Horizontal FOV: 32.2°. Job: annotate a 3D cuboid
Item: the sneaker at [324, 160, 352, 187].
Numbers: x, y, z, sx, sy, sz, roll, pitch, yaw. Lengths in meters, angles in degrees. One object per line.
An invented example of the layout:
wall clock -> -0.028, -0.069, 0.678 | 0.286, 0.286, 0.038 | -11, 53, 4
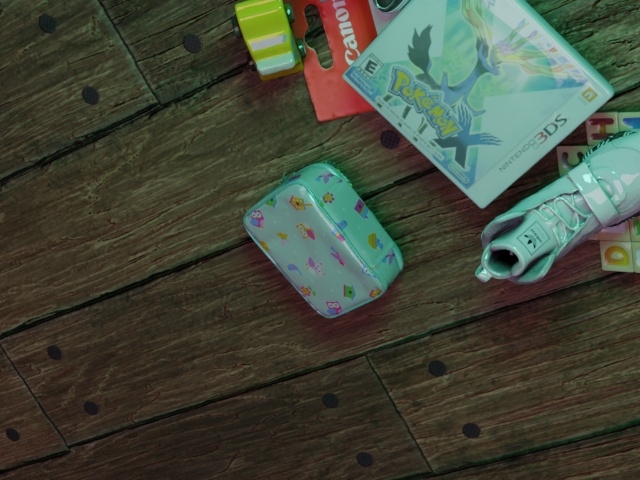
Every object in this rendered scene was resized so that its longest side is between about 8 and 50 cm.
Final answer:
sneaker -> 0.028, -0.108, 2.039 | 0.035, 0.031, 0.083 | -26, 102, 42

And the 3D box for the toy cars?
toy cars -> -0.028, -0.373, 1.782 | 0.176, 0.087, 0.393 | 8, 145, -30

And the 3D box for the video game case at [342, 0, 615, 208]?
video game case -> 0.246, -0.252, 1.779 | 0.329, 0.036, 0.300 | 43, 123, -5

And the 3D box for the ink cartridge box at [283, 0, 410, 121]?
ink cartridge box -> 0.121, -0.356, 1.840 | 0.385, 0.091, 0.308 | -8, 113, 22

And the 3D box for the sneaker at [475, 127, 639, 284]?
sneaker -> 0.405, -0.041, 1.799 | 0.366, 0.210, 0.137 | -37, 88, 42

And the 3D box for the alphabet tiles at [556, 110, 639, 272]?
alphabet tiles -> 0.556, -0.075, 1.819 | 0.342, 0.011, 0.285 | 4, 115, 36

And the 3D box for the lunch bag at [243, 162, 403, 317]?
lunch bag -> 0.000, 0.000, 2.042 | 0.279, 0.108, 0.224 | 51, 138, -7

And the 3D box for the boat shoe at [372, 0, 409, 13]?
boat shoe -> 0.121, -0.440, 1.700 | 0.080, 0.076, 0.228 | 39, 135, 12
